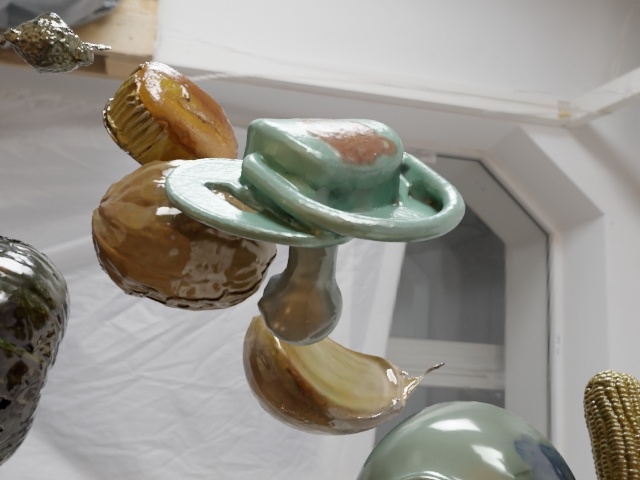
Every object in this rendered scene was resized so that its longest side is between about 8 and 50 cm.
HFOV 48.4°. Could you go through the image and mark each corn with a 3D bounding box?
[{"bbox_3d":[0.370,0.266,0.866,0.080,0.080,0.231,108,-8,-50],"label":"corn"}]

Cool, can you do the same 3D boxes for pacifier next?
[{"bbox_3d":[0.000,0.000,0.799,0.288,0.343,0.269,32,-57,47],"label":"pacifier"}]

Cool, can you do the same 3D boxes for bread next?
[{"bbox_3d":[-0.201,-0.156,0.996,0.114,0.190,0.132,-35,-141,28],"label":"bread"}]

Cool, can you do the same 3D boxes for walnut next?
[{"bbox_3d":[-0.170,-0.006,0.913,0.198,0.245,0.198,-43,-140,52],"label":"walnut"}]

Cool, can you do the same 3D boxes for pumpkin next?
[{"bbox_3d":[-0.432,0.141,0.879,0.320,0.192,0.320,-54,-156,38],"label":"pumpkin"}]

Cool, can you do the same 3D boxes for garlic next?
[{"bbox_3d":[0.031,0.227,1.156,0.151,0.338,0.196,139,-26,-73],"label":"garlic"}]

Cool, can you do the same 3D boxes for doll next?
[{"bbox_3d":[-0.434,-0.321,1.155,0.286,0.202,0.091,-75,-179,-79],"label":"doll"}]

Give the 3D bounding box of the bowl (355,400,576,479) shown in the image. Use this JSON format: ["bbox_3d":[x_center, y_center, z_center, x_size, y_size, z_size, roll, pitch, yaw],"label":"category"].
[{"bbox_3d":[0.144,0.326,0.801,0.146,0.289,0.289,26,64,-59],"label":"bowl"}]
